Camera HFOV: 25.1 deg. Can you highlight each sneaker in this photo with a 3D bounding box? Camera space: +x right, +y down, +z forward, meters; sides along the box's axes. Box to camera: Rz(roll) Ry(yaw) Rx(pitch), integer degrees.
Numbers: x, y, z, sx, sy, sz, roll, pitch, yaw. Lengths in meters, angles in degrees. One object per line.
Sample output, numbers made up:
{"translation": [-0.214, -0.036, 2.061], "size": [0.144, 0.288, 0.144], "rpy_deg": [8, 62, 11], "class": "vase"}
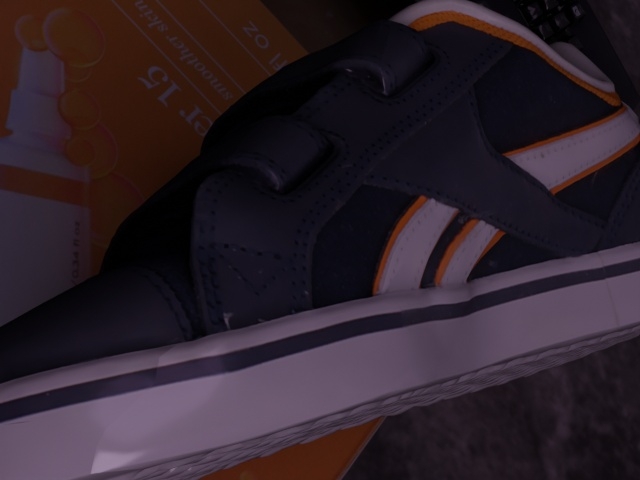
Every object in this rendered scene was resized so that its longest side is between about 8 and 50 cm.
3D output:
{"translation": [0.000, 0.000, 0.460], "size": [0.321, 0.126, 0.127], "rpy_deg": [-11, 78, -48], "class": "sneaker"}

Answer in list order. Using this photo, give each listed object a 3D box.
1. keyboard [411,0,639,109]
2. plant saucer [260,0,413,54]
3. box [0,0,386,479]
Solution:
{"translation": [0.098, -0.209, 0.831], "size": [0.201, 0.033, 0.317], "rpy_deg": [-34, 97, -40], "class": "keyboard"}
{"translation": [0.056, -0.103, 0.820], "size": [0.278, 0.041, 0.278], "rpy_deg": [14, 61, -28], "class": "plant saucer"}
{"translation": [-0.124, 0.060, 0.534], "size": [0.215, 0.168, 0.345], "rpy_deg": [46, 51, -7], "class": "box"}
